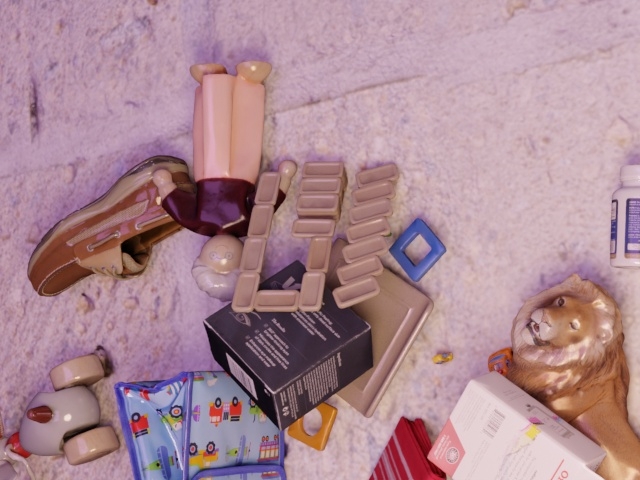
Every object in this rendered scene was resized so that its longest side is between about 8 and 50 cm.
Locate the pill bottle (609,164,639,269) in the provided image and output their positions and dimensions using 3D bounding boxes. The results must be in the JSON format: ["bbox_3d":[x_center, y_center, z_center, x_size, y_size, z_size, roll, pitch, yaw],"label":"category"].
[{"bbox_3d":[0.378,-0.027,1.357,0.067,0.067,0.120,1,86,32],"label":"pill bottle"}]

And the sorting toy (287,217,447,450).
[{"bbox_3d":[0.050,0.119,1.557,0.196,0.047,0.348,36,101,36],"label":"sorting toy"}]

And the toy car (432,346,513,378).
[{"bbox_3d":[0.198,0.170,1.463,0.122,0.040,0.060,-9,81,30],"label":"toy car"}]

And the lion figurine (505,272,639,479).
[{"bbox_3d":[0.325,0.252,1.340,0.240,0.142,0.392,-36,82,15],"label":"lion figurine"}]

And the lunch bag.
[{"bbox_3d":[-0.148,0.329,1.553,0.138,0.221,0.293,-12,79,30],"label":"lunch bag"}]

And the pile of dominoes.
[{"bbox_3d":[0.000,0.000,1.528,0.196,0.040,0.251,0,53,13],"label":"pile of dominoes"}]

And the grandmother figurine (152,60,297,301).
[{"bbox_3d":[-0.141,-0.081,1.645,0.208,0.104,0.342,-4,79,16],"label":"grandmother figurine"}]

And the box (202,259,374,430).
[{"bbox_3d":[-0.039,0.134,1.484,0.158,0.093,0.156,-33,52,-21],"label":"box"}]

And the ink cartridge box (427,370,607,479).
[{"bbox_3d":[0.232,0.250,1.269,0.198,0.067,0.115,37,113,27],"label":"ink cartridge box"}]

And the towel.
[{"bbox_3d":[0.075,0.372,1.452,0.031,0.199,0.275,24,100,-11],"label":"towel"}]

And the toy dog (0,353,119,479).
[{"bbox_3d":[-0.466,0.308,1.787,0.334,0.161,0.220,-48,63,18],"label":"toy dog"}]

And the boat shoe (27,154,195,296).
[{"bbox_3d":[-0.316,0.001,1.753,0.324,0.122,0.120,-37,73,23],"label":"boat shoe"}]
